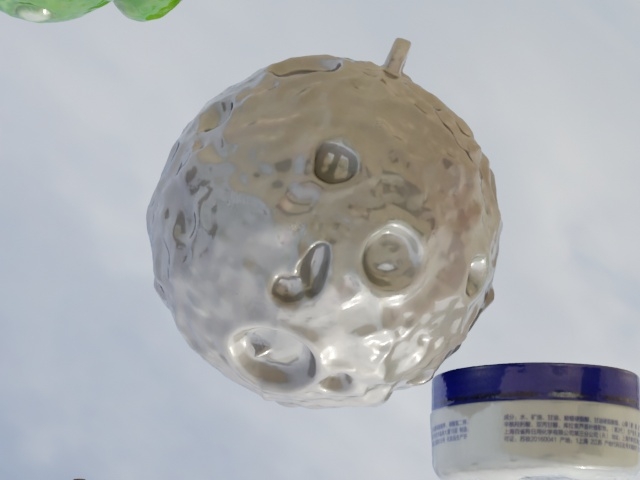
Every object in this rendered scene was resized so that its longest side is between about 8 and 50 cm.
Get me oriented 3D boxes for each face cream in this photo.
[{"bbox_3d":[0.209,0.185,1.822,0.206,0.206,0.111,13,-107,-48],"label":"face cream"}]

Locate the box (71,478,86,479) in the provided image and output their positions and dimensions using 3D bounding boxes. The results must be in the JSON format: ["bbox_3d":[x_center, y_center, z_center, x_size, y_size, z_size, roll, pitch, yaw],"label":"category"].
[{"bbox_3d":[-0.283,0.301,2.050,0.023,0.082,0.051,12,-130,-59],"label":"box"}]

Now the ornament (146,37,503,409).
[{"bbox_3d":[0.000,0.000,1.757,0.337,0.337,0.337,32,-158,-15],"label":"ornament"}]

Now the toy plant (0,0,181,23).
[{"bbox_3d":[-0.119,-0.238,1.290,0.224,0.316,0.184,34,-127,-48],"label":"toy plant"}]
